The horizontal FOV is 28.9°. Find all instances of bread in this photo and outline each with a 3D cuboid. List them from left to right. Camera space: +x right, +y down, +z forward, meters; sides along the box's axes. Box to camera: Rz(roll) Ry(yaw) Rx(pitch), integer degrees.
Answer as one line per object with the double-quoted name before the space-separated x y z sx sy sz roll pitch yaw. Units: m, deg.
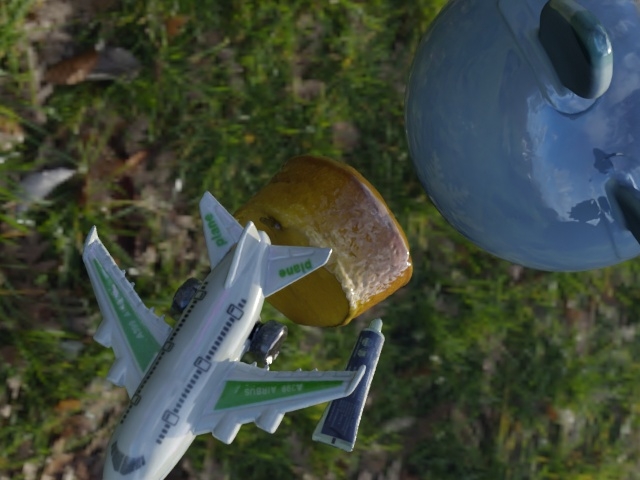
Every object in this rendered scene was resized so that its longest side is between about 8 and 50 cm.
"bread" 0.000 0.000 1.447 0.142 0.270 0.195 -40 101 -22

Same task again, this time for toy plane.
"toy plane" -0.097 0.097 0.982 0.255 0.251 0.101 -62 166 -9

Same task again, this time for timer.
"timer" 0.135 -0.062 0.560 0.175 0.255 0.175 -1 92 -18

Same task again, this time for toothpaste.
"toothpaste" 0.030 0.123 1.082 0.021 0.037 0.140 91 18 -50
